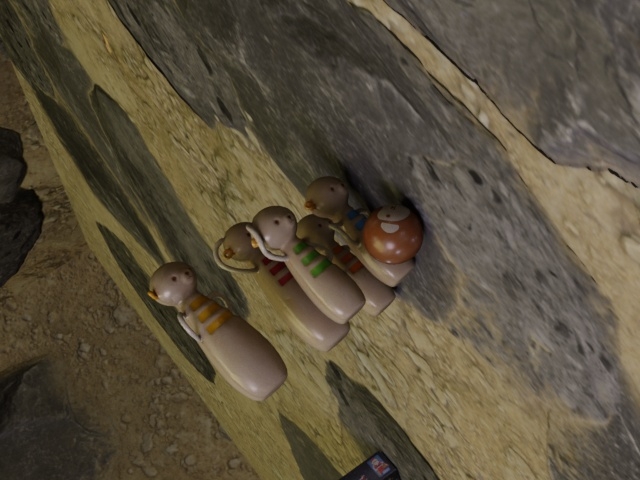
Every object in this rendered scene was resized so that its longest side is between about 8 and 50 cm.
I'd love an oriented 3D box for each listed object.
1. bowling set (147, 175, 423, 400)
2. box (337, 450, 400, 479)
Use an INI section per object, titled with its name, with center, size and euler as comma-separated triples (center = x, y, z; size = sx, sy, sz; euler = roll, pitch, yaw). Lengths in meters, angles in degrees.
[bowling set]
center = 0.000, 0.000, 1.229
size = 0.154, 0.287, 0.200
euler = 46, 122, 9
[box]
center = 0.019, 0.423, 1.911
size = 0.044, 0.233, 0.159
euler = 46, 163, 38
